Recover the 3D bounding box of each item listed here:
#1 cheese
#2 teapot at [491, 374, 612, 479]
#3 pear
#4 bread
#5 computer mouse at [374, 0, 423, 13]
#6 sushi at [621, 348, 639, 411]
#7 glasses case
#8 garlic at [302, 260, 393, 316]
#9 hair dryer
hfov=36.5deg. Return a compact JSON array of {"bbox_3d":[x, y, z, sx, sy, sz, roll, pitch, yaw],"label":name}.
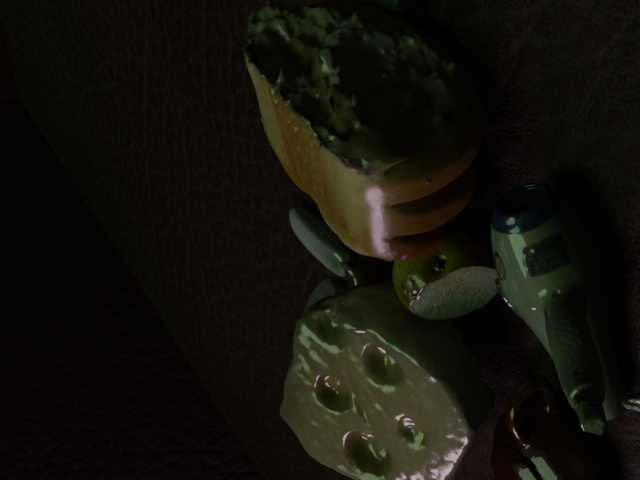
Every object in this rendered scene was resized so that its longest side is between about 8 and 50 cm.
[{"bbox_3d":[0.078,0.208,1.348,0.326,0.115,0.318,-12,111,37],"label":"cheese"},{"bbox_3d":[0.279,0.284,1.245,0.178,0.135,0.252,24,139,51],"label":"teapot"},{"bbox_3d":[0.156,0.030,1.221,0.141,0.141,0.104,99,157,-58],"label":"pear"},{"bbox_3d":[0.065,-0.128,1.130,0.316,0.211,0.270,53,167,37],"label":"bread"},{"bbox_3d":[0.073,-0.335,1.018,0.126,0.071,0.231,49,155,27],"label":"computer mouse"},{"bbox_3d":[0.402,0.220,0.938,0.109,0.134,0.273,-35,70,55],"label":"sushi"},{"bbox_3d":[0.000,0.000,1.639,0.164,0.041,0.063,43,154,37],"label":"glasses case"},{"bbox_3d":[0.094,0.163,1.485,0.279,0.132,0.325,-15,103,45],"label":"garlic"},{"bbox_3d":[0.272,0.125,1.011,0.296,0.119,0.298,52,-156,-45],"label":"hair dryer"}]
